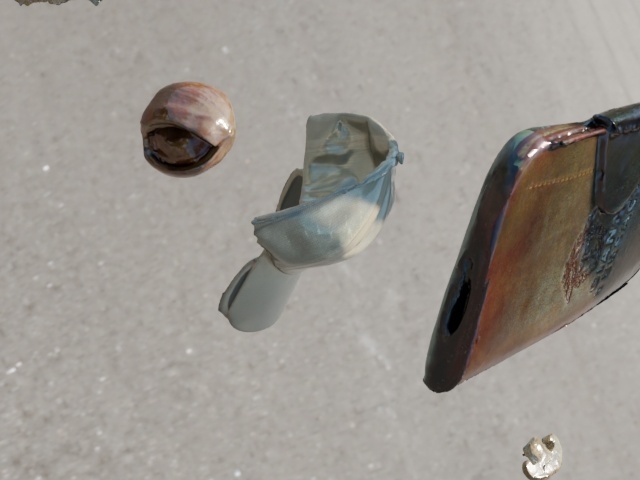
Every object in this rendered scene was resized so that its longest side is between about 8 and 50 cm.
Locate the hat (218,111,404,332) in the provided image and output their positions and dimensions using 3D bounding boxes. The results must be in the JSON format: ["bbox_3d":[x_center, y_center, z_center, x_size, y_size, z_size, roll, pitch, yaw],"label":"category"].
[{"bbox_3d":[0.000,0.000,1.243,0.219,0.164,0.226,-64,158,-50],"label":"hat"}]

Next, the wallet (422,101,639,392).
[{"bbox_3d":[0.139,-0.009,0.661,0.031,0.137,0.255,31,26,25],"label":"wallet"}]

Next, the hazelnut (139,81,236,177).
[{"bbox_3d":[-0.107,-0.090,1.024,0.086,0.086,0.086,30,47,-39],"label":"hazelnut"}]

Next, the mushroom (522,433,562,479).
[{"bbox_3d":[0.256,0.251,1.438,0.049,0.019,0.101,55,31,3],"label":"mushroom"}]

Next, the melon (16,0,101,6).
[{"bbox_3d":[-0.246,-0.227,0.953,0.054,0.182,0.098,13,80,-77],"label":"melon"}]
